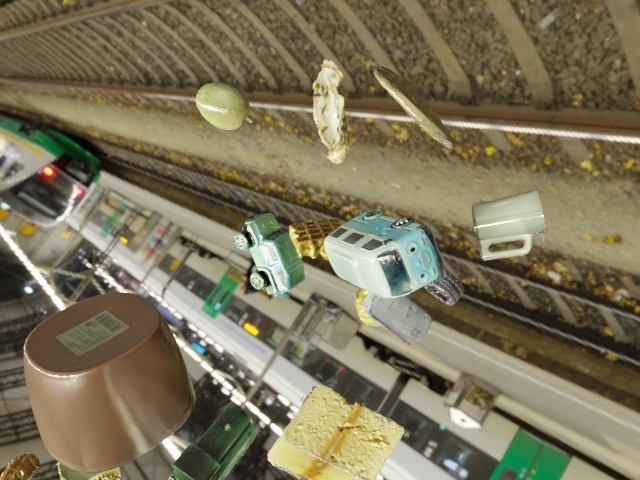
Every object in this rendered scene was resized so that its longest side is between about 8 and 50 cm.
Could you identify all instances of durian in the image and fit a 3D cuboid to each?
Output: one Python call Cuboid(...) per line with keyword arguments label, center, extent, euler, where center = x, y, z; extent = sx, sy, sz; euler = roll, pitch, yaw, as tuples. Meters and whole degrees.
Cuboid(label="durian", center=(-0.721, 0.726, 1.906), extent=(0.252, 0.139, 0.144), euler=(21, 167, 42))

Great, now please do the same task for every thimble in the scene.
Cuboid(label="thimble", center=(0.346, 0.127, 1.685), extent=(0.104, 0.066, 0.095), euler=(36, 166, 22))

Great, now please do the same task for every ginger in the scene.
Cuboid(label="ginger", center=(-0.793, 0.608, 1.520), extent=(0.103, 0.162, 0.073), euler=(-12, 125, 40))

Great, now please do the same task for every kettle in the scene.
Cuboid(label="kettle", center=(0.415, -0.038, 1.322), extent=(0.098, 0.148, 0.127), euler=(-55, -50, -64))

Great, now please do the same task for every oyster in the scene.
Cuboid(label="oyster", center=(0.045, -0.388, 1.786), extent=(0.166, 0.094, 0.294), euler=(52, 147, 45))

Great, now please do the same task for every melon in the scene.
Cuboid(label="melon", center=(-0.301, -0.424, 1.909), extent=(0.192, 0.139, 0.139), euler=(29, 170, 0))

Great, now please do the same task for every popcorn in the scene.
Cuboid(label="popcorn", center=(0.200, 0.218, 2.142), extent=(0.142, 0.174, 0.173), euler=(16, 175, -15))

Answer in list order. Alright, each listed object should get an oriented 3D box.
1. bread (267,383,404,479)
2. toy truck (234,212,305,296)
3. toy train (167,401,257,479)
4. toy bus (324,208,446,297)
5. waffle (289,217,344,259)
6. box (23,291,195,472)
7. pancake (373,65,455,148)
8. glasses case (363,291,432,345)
Cuboid(label="bread", center=(0.033, 0.685, 2.016), extent=(0.345, 0.242, 0.405), euler=(30, 149, 10))
Cuboid(label="toy truck", center=(-0.169, 0.046, 2.080), extent=(0.156, 0.155, 0.279), euler=(-17, 98, 36))
Cuboid(label="toy train", center=(-0.310, 0.622, 1.778), extent=(0.138, 0.330, 0.178), euler=(32, 141, 12))
Cuboid(label="toy bus", center=(0.127, 0.032, 1.304), extent=(0.271, 0.164, 0.133), euler=(21, 137, 64))
Cuboid(label="waffle", center=(0.000, 0.000, 1.714), extent=(0.160, 0.055, 0.211), euler=(-7, -157, -7))
Cuboid(label="box", center=(-0.403, 0.250, 1.149), extent=(0.301, 0.301, 0.216), euler=(25, 129, 40))
Cuboid(label="pancake", center=(0.211, -0.287, 1.305), extent=(0.250, 0.031, 0.250), euler=(40, -158, -20))
Cuboid(label="glasses case", center=(0.215, 0.201, 1.650), extent=(0.282, 0.109, 0.067), euler=(39, 178, -44))
